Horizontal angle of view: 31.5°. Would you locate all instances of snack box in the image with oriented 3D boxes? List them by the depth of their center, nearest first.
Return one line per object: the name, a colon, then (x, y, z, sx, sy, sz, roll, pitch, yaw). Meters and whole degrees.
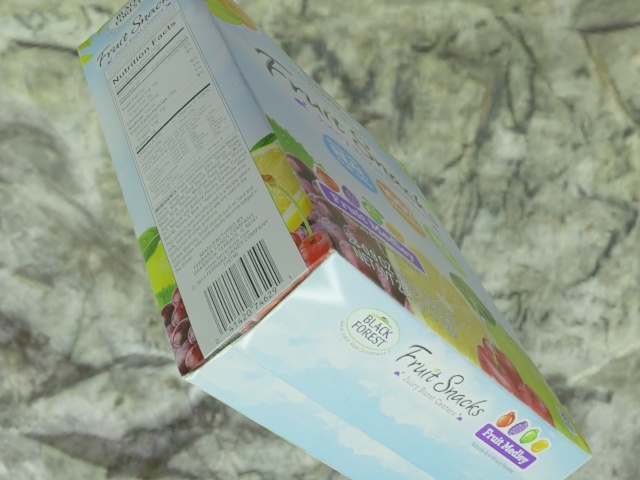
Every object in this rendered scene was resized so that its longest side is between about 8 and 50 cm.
snack box: (0.000, 0.000, 0.458, 0.070, 0.174, 0.207, -41, -138, 11)
